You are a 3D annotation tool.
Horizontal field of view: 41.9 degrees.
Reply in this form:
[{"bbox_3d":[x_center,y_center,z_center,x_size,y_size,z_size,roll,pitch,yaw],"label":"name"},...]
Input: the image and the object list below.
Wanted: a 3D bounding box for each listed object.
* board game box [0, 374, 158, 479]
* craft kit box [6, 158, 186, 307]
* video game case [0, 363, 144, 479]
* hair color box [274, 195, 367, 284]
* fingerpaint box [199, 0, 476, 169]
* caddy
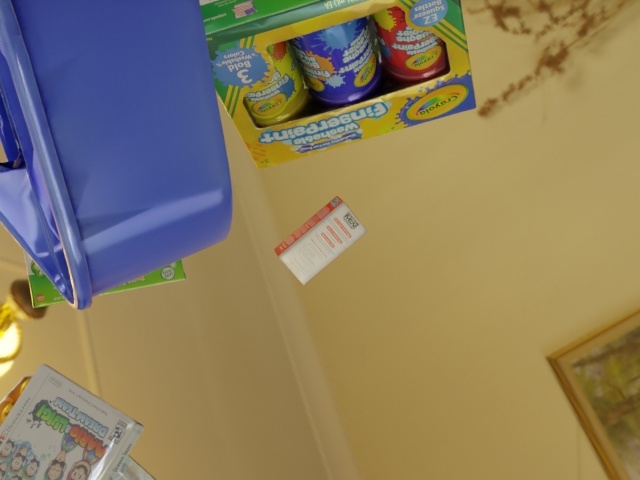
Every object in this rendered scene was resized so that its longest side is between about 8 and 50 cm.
[{"bbox_3d":[-0.415,0.463,1.207,0.390,0.390,0.050,42,170,-1],"label":"board game box"},{"bbox_3d":[-0.368,-0.032,1.384,0.250,0.061,0.246,-10,-93,-21],"label":"craft kit box"},{"bbox_3d":[-0.257,0.208,0.797,0.157,0.143,0.019,19,163,36],"label":"video game case"},{"bbox_3d":[0.000,0.000,1.392,0.072,0.141,0.043,50,-179,-22],"label":"hair color box"},{"bbox_3d":[0.031,-0.343,1.498,0.371,0.445,0.163,64,-167,-56],"label":"fingerpaint box"},{"bbox_3d":[-0.199,-0.113,0.634,0.241,0.179,0.341,39,143,53],"label":"caddy"}]
